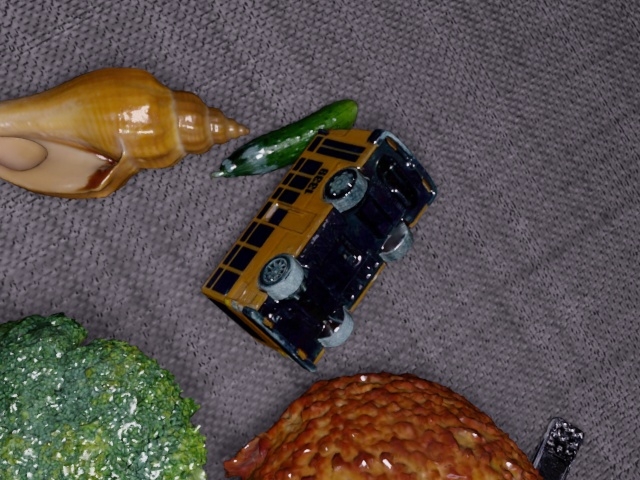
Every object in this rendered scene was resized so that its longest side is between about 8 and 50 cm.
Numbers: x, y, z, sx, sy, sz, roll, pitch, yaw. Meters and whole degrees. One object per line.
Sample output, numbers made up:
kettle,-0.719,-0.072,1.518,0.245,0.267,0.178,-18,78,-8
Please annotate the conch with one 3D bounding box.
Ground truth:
conch,-0.225,-0.094,1.005,0.330,0.093,0.109,0,101,8

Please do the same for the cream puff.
cream puff,0.062,0.278,0.944,0.350,0.228,0.351,2,80,-12

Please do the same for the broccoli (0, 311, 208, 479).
broccoli,-0.187,0.181,0.894,0.269,0.241,0.262,-24,66,24

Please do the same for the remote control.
remote control,0.213,0.214,1.092,0.039,0.014,0.096,31,77,-7

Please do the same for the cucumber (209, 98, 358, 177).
cucumber,-0.029,-0.087,1.066,0.155,0.037,0.037,-27,89,-14

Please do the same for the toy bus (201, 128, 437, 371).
toy bus,0.000,0.000,1.019,0.098,0.114,0.201,45,74,-36
